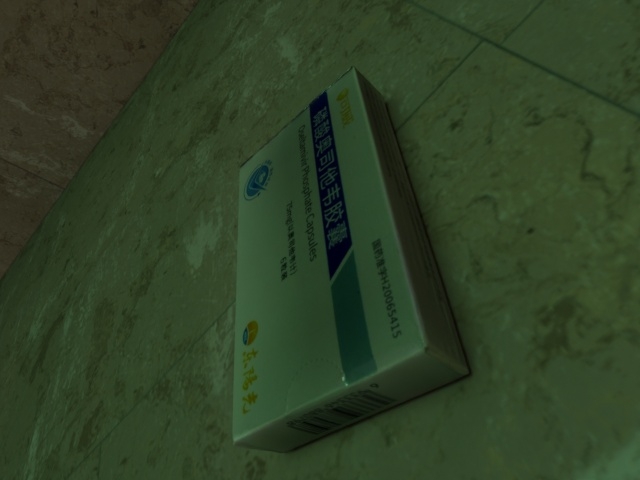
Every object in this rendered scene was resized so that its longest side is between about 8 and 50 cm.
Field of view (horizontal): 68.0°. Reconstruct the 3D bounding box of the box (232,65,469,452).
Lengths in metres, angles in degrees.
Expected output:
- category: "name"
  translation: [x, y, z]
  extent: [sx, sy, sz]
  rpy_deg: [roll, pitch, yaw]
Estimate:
- category: "box"
  translation: [0.000, 0.000, 0.465]
  extent: [0.200, 0.065, 0.343]
  rpy_deg: [-36, 42, 29]
